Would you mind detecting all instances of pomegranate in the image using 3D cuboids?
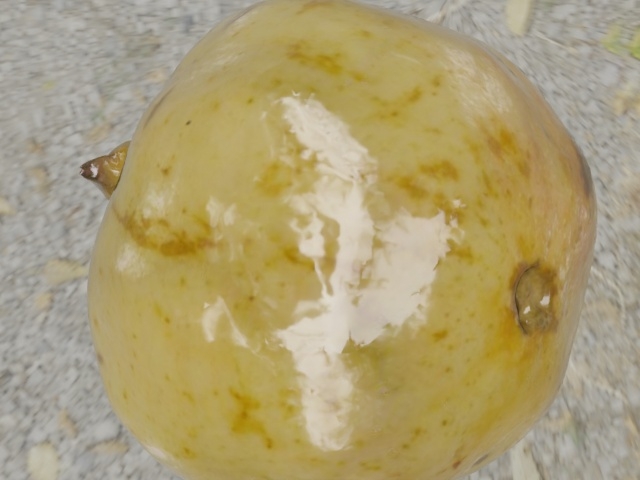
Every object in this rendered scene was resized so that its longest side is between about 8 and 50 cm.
[{"bbox_3d":[0.000,0.000,1.039,0.342,0.342,0.342,1,98,4],"label":"pomegranate"}]
